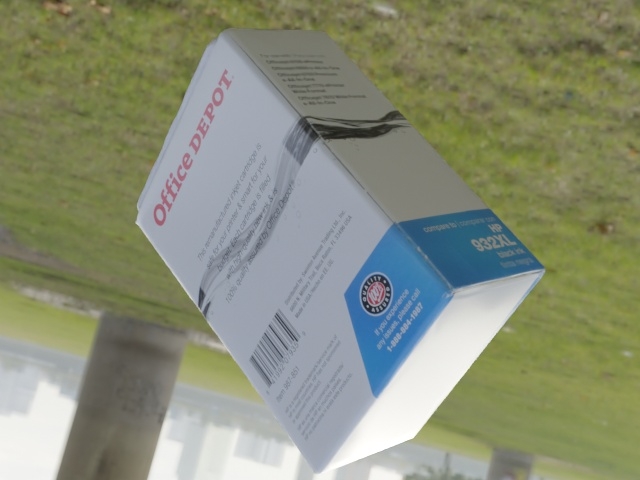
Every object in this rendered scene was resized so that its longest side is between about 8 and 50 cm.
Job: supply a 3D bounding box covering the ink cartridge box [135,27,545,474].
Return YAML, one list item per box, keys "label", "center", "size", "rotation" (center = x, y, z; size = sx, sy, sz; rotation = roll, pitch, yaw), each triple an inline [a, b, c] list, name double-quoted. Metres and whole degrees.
- label: "ink cartridge box"
  center: [0.000, 0.000, 0.909]
  size: [0.129, 0.223, 0.307]
  rotation: [-11, -128, -44]
